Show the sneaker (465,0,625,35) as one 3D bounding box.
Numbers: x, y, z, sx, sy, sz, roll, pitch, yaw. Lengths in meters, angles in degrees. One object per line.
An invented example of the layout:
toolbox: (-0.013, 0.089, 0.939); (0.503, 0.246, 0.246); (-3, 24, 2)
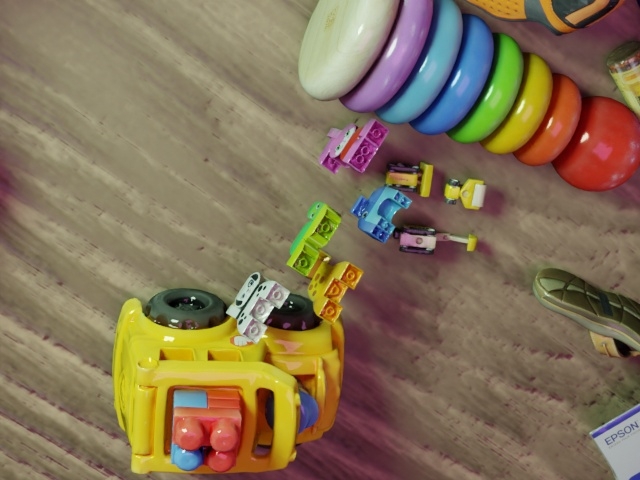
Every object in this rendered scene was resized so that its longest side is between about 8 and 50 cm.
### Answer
sneaker: (0.142, -0.314, 1.424); (0.124, 0.180, 0.321); (-22, 80, -33)

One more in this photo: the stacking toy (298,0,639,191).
stacking toy: (0.151, -0.130, 1.498); (0.330, 0.141, 0.141); (24, 106, -20)

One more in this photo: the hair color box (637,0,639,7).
hair color box: (0.381, -0.244, 1.494); (0.185, 0.110, 0.339); (-25, 110, 4)

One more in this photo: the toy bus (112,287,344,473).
toy bus: (-0.077, 0.148, 1.527); (0.220, 0.211, 0.149); (2, 109, -10)

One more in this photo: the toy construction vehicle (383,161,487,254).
toy construction vehicle: (0.105, -0.032, 1.580); (0.098, 0.035, 0.086); (4, 103, -7)

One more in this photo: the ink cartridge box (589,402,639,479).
ink cartridge box: (0.429, 0.280, 1.722); (0.176, 0.069, 0.371); (-32, 114, 5)

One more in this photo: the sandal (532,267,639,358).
sandal: (0.279, 0.085, 1.629); (0.180, 0.072, 0.049); (25, 121, -14)

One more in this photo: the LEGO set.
LEGO set: (0.000, 0.000, 1.542); (0.087, 0.093, 0.227); (35, 85, -27)

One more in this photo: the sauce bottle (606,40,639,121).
sauce bottle: (0.314, -0.126, 1.564); (0.042, 0.042, 0.128); (-33, 112, 6)
